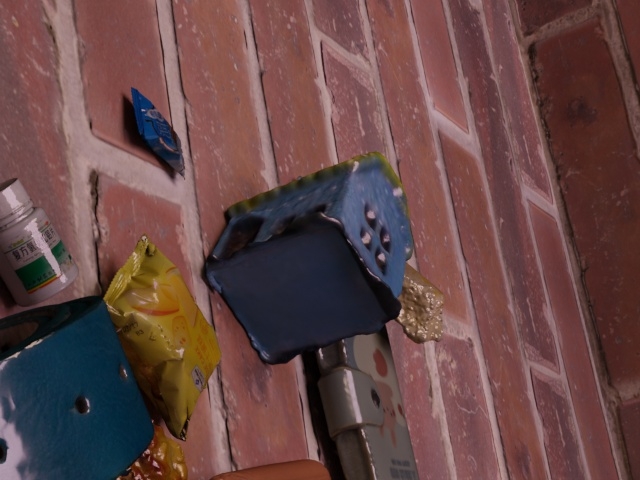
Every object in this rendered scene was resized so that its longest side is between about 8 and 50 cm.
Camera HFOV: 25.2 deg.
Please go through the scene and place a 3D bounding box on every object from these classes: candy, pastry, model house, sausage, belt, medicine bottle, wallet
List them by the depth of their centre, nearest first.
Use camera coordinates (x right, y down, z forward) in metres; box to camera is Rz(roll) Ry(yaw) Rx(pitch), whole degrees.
[{"bbox_3d":[-0.322,0.178,1.223,0.173,0.300,0.436,66,25,-9],"label":"belt"},{"bbox_3d":[-0.333,0.001,1.594,0.130,0.080,0.080,63,26,-17],"label":"medicine bottle"},{"bbox_3d":[-0.068,0.337,1.877,0.289,0.086,0.086,5,67,-62],"label":"sausage"},{"bbox_3d":[-0.223,-0.145,1.986,0.136,0.038,0.088,49,18,-51],"label":"candy"},{"bbox_3d":[0.000,0.000,2.088,0.215,0.237,0.303,58,27,-23],"label":"model house"},{"bbox_3d":[0.072,0.265,2.229,0.252,0.083,0.360,24,49,-63],"label":"wallet"},{"bbox_3d":[0.103,0.066,2.307,0.258,0.089,0.121,38,20,18],"label":"pastry"}]

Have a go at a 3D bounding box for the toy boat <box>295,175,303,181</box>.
[{"bbox_3d":[-0.031,-0.061,2.313,0.122,0.034,0.096,-8,74,-63],"label":"toy boat"}]

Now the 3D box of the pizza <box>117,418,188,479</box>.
[{"bbox_3d":[-0.215,0.266,1.638,0.229,0.081,0.289,2,68,-64],"label":"pizza"}]

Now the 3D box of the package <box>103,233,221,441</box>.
[{"bbox_3d":[-0.196,0.118,1.773,0.226,0.090,0.168,60,28,-26],"label":"package"}]
